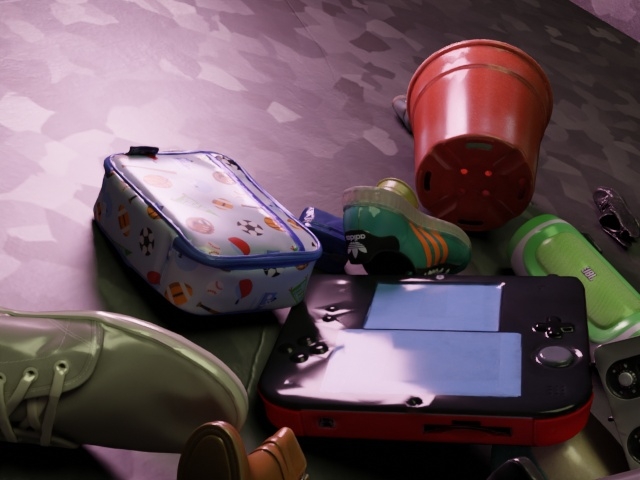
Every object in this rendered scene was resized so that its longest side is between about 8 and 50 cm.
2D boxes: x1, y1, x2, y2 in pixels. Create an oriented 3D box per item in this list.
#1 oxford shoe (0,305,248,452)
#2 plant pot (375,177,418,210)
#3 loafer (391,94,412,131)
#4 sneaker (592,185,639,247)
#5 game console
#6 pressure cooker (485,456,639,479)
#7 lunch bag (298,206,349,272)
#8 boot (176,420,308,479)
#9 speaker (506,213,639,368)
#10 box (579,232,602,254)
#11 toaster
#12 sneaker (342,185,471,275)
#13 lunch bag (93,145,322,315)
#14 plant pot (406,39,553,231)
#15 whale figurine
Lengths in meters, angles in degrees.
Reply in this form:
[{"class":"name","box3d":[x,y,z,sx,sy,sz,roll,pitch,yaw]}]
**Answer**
[{"class":"oxford shoe","box3d":[-0.295,0.142,1.006,0.449,0.169,0.130,15,29,-4]},{"class":"plant pot","box3d":[0.105,-0.047,1.673,0.083,0.083,0.079,33,44,12]},{"class":"loafer","box3d":[0.265,-0.272,2.110,0.267,0.096,0.084,-3,35,-36]},{"class":"sneaker","box3d":[0.579,-0.051,2.036,0.089,0.051,0.170,3,41,-40]},{"class":"game console","box3d":[0.136,0.128,1.284,0.386,0.060,0.342,1,29,12]},{"class":"pressure cooker","box3d":[0.307,0.385,0.885,0.420,0.376,0.369,-1,5,-36]},{"class":"lunch bag","box3d":[0.000,0.000,1.525,0.098,0.067,0.065,19,31,-11]},{"class":"boot","box3d":[-0.068,0.227,1.020,0.073,0.197,0.152,16,33,25]},{"class":"speaker","box3d":[0.423,0.089,1.640,0.131,0.131,0.296,0,39,-36]},{"class":"box","box3d":[0.439,0.023,1.813,0.083,0.062,0.052,7,37,-29]},{"class":"toaster","box3d":[0.400,0.195,1.204,0.185,0.110,0.168,18,55,-66]},{"class":"sneaker","box3d":[0.127,0.020,1.542,0.302,0.108,0.121,24,66,-48]},{"class":"lunch bag","box3d":[-0.152,-0.024,1.389,0.243,0.115,0.303,-5,36,-39]},{"class":"plant pot","box3d":[0.277,-0.171,1.824,0.272,0.272,0.265,21,39,-7]},{"class":"whale figurine","box3d":[0.314,0.301,1.267,0.272,0.141,0.216,33,25,-38]}]
